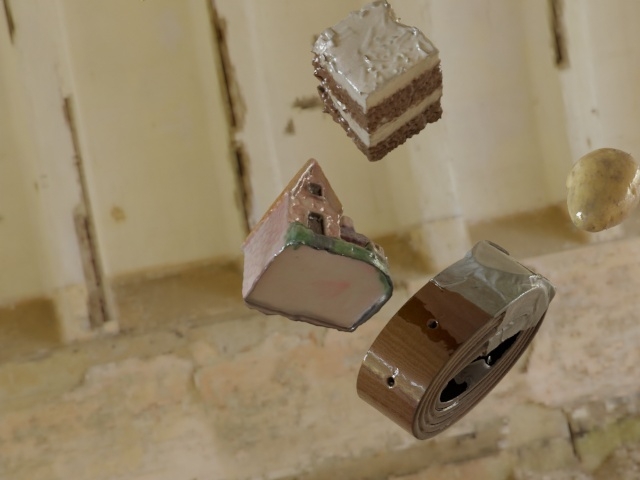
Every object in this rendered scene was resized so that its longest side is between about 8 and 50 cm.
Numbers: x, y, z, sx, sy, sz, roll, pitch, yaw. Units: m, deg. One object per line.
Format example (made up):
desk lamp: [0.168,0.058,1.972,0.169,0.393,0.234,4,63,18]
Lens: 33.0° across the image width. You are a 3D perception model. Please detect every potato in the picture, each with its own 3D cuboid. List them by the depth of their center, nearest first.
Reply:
potato: [0.597,-0.101,2.279,0.161,0.234,0.128,9,-43,0]

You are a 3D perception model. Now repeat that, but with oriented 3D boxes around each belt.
belt: [0.200,0.141,1.575,0.122,0.217,0.339,34,51,30]

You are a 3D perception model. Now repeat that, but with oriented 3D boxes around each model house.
model house: [0.000,0.000,1.905,0.237,0.237,0.202,15,-45,-20]

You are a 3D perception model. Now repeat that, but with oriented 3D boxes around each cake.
cake: [0.069,-0.203,1.354,0.134,0.135,0.147,-36,-25,-5]
